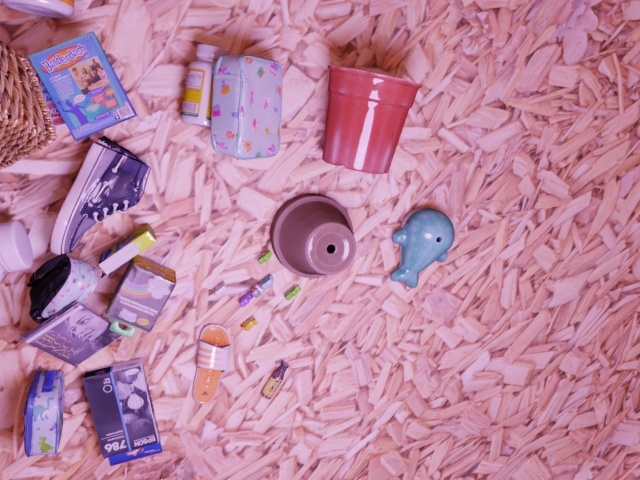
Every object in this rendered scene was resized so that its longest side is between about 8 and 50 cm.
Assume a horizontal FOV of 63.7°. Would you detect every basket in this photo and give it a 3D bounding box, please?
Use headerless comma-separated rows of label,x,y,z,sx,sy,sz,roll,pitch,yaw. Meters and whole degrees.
basket,-0.755,-0.316,1.162,0.223,0.299,0.213,26,57,-49

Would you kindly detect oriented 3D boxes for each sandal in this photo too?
sandal,-0.330,0.391,1.578,0.102,0.076,0.264,8,98,-18

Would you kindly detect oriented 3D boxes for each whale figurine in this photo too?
whale figurine,0.330,0.029,1.666,0.217,0.141,0.271,24,94,-20

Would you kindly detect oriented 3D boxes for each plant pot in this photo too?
plant pot,0.000,0.000,1.518,0.263,0.229,0.262,-3,101,-16
plant pot,0.126,-0.342,1.484,0.273,0.272,0.264,7,107,-18

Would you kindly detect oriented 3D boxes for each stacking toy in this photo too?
stacking toy,-0.195,0.153,1.581,0.221,0.052,0.167,-37,110,-4

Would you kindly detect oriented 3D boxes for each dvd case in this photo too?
dvd case,-0.671,0.261,1.413,0.165,0.018,0.221,-34,146,-7

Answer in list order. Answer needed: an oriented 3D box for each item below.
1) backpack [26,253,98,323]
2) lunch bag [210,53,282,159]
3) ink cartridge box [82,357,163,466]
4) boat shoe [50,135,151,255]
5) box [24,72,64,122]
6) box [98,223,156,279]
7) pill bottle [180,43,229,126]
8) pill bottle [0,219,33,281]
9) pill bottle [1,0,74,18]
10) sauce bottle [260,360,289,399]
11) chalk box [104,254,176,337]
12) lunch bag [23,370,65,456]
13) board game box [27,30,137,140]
backpack,-0.688,0.122,1.375,0.182,0.151,0.115,-43,145,14
lunch bag,-0.193,-0.355,1.403,0.108,0.224,0.278,13,108,25
ink cartridge box,-0.584,0.529,1.540,0.166,0.065,0.332,-12,105,-14
boat shoe,-0.581,-0.095,1.378,0.158,0.127,0.340,24,93,-12
box,-0.656,-0.360,1.304,0.257,0.128,0.122,-12,103,-13
box,-0.541,0.028,1.426,0.178,0.109,0.042,-36,112,-7
pill bottle,-0.309,-0.416,1.402,0.118,0.117,0.208,8,99,-18
pill bottle,-0.912,0.049,1.286,0.319,0.176,0.176,-15,105,-13
pill bottle,-0.666,-0.688,1.218,0.162,0.162,0.278,3,100,-17
sauce bottle,-0.145,0.450,1.663,0.042,0.042,0.128,30,93,-20
chalk box,-0.514,0.167,1.452,0.133,0.132,0.212,29,93,-21
lunch bag,-0.745,0.458,1.394,0.090,0.219,0.175,4,100,-24
board game box,-0.565,-0.368,1.236,0.160,0.047,0.210,-26,106,-10
